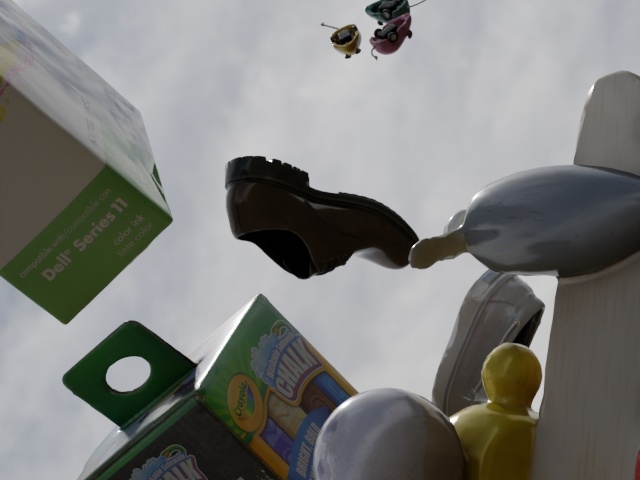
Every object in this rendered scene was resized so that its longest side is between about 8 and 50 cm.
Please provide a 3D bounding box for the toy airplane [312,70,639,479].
[{"bbox_3d":[0.133,0.148,0.948,0.272,0.386,0.384,12,-55,-13],"label":"toy airplane"}]

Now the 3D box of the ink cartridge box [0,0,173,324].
[{"bbox_3d":[-0.277,-0.123,1.186,0.119,0.207,0.353,-43,-60,10],"label":"ink cartridge box"}]

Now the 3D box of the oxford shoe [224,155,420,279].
[{"bbox_3d":[0.000,0.000,1.576,0.227,0.082,0.096,17,-116,-34],"label":"oxford shoe"}]

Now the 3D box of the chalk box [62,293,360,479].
[{"bbox_3d":[-0.073,0.180,1.341,0.180,0.289,0.179,-40,7,27],"label":"chalk box"}]

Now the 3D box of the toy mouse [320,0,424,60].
[{"bbox_3d":[0.084,-0.266,2.089,0.143,0.161,0.031,-28,-61,2],"label":"toy mouse"}]

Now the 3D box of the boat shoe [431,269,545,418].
[{"bbox_3d":[0.140,0.099,1.343,0.066,0.063,0.184,-27,-35,-39],"label":"boat shoe"}]
